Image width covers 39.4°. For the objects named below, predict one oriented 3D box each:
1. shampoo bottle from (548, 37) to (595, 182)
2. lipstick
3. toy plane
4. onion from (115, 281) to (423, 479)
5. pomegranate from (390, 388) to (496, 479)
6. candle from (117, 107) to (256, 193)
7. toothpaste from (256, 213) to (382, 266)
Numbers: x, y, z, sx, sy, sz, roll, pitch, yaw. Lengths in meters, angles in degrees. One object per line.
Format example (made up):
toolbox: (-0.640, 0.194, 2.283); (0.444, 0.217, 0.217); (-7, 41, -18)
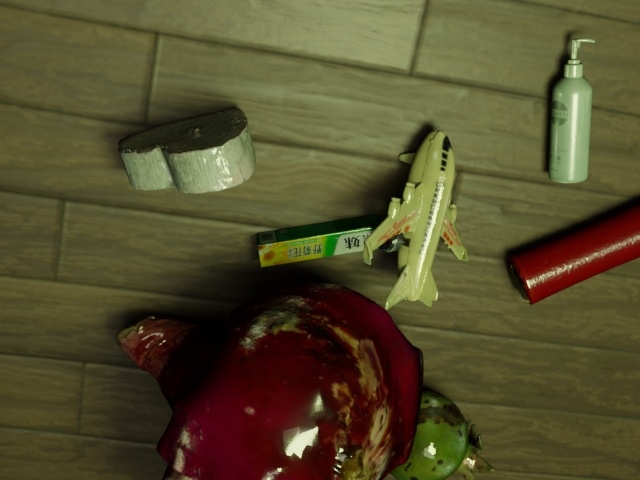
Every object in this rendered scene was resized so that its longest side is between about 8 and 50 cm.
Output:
shampoo bottle: (0.343, -0.178, 1.222); (0.056, 0.056, 0.195); (-6, 110, -6)
lipstick: (0.392, 0.014, 1.289); (0.241, 0.080, 0.080); (-24, 112, 1)
toy plane: (0.135, -0.028, 1.214); (0.229, 0.092, 0.244); (2, 92, -49)
onion: (-0.094, 0.221, 1.205); (0.420, 0.398, 0.398); (23, 112, 30)
pomegranate: (0.171, 0.296, 1.336); (0.169, 0.148, 0.148); (8, 110, -22)
candle: (-0.151, -0.116, 1.134); (0.168, 0.192, 0.068); (-35, 122, -43)
toothpaste: (0.000, 0.000, 1.247); (0.178, 0.043, 0.037); (-9, 112, -5)
